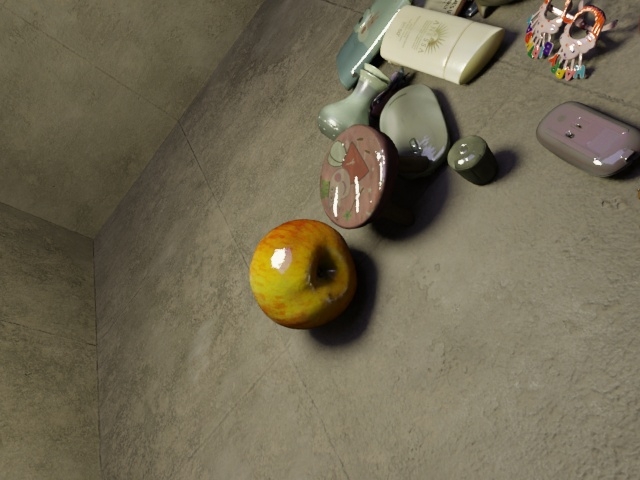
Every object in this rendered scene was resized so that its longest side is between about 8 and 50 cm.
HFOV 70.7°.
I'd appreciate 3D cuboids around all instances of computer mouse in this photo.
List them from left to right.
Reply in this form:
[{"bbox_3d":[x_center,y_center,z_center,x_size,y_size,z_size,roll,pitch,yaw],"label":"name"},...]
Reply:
[{"bbox_3d":[0.260,-0.319,1.288,0.197,0.095,0.331,-37,44,31],"label":"computer mouse"},{"bbox_3d":[0.555,-0.213,0.936,0.120,0.057,0.232,-47,38,14],"label":"computer mouse"}]

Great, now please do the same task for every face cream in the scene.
[{"bbox_3d":[0.340,-0.571,1.313,0.348,0.081,0.173,39,106,37],"label":"face cream"}]

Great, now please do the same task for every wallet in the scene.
[{"bbox_3d":[0.176,-0.729,1.585,0.360,0.083,0.252,-47,33,33],"label":"wallet"},{"bbox_3d":[0.342,-0.699,1.450,0.275,0.068,0.335,25,89,51],"label":"wallet"}]

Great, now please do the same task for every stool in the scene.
[{"bbox_3d":[0.139,-0.159,1.202,0.272,0.178,0.272,-8,80,53],"label":"stool"},{"bbox_3d":[0.366,-0.190,1.078,0.096,0.110,0.096,-27,48,34],"label":"stool"}]

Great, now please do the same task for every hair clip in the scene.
[{"bbox_3d":[0.218,-0.477,1.468,0.187,0.056,0.146,-42,43,33],"label":"hair clip"}]

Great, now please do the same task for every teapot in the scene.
[{"bbox_3d":[0.113,-0.417,1.419,0.251,0.183,0.183,-55,39,11],"label":"teapot"}]

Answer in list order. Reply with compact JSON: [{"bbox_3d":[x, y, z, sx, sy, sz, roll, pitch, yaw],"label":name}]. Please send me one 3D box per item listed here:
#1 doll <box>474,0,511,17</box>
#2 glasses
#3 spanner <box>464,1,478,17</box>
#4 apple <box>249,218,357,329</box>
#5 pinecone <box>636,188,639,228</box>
[{"bbox_3d":[0.538,-0.791,1.176,0.370,0.215,0.226,-27,86,30],"label":"doll"},{"bbox_3d":[0.588,-0.489,1.077,0.162,0.095,0.255,116,149,-41],"label":"glasses"},{"bbox_3d":[0.556,-0.782,1.321,0.316,0.024,0.087,-39,42,25],"label":"spanner"},{"bbox_3d":[-0.033,0.090,1.195,0.301,0.301,0.301,-25,50,34],"label":"apple"},{"bbox_3d":[0.616,-0.082,0.662,0.257,0.243,0.243,-13,57,36],"label":"pinecone"}]
